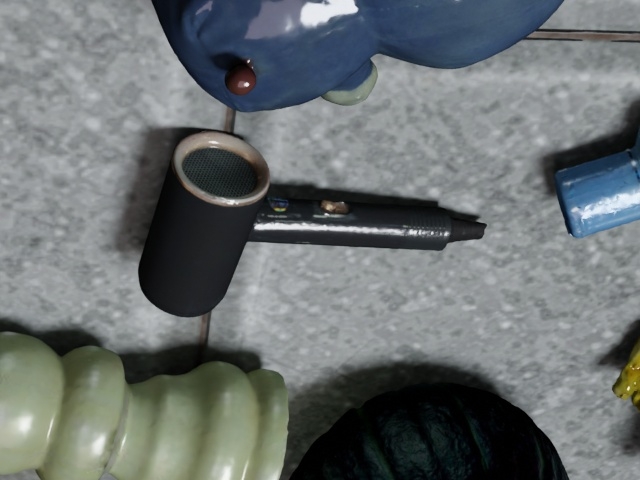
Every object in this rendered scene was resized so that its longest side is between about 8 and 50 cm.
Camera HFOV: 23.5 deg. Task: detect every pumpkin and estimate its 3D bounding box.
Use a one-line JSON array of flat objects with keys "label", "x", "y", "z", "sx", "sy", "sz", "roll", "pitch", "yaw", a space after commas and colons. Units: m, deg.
[{"label": "pumpkin", "x": 0.099, "y": 0.252, "z": 1.252, "sx": 0.248, "sy": 0.248, "sz": 0.248, "roll": -5, "pitch": 136, "yaw": -5}]

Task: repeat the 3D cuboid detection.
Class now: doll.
[{"label": "doll", "x": 0.024, "y": -0.173, "z": 0.879, "sx": 0.258, "sy": 0.154, "sz": 0.228, "roll": -25, "pitch": 131, "yaw": 5}]

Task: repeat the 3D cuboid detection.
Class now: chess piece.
[{"label": "chess piece", "x": -0.164, "y": 0.142, "z": 1.171, "sx": 0.251, "sy": 0.144, "sz": 0.144, "roll": 15, "pitch": 131, "yaw": -18}]

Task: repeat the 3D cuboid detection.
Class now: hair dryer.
[{"label": "hair dryer", "x": 0.000, "y": 0.000, "z": 1.106, "sx": 0.255, "sy": 0.070, "sz": 0.128, "roll": 5, "pitch": 135, "yaw": -22}]

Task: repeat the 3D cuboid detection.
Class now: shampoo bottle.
[{"label": "shampoo bottle", "x": 0.295, "y": -0.062, "z": 1.091, "sx": 0.258, "sy": 0.061, "sz": 0.104, "roll": -17, "pitch": 137, "yaw": 7}]

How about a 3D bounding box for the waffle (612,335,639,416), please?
[{"label": "waffle", "x": 0.401, "y": 0.102, "z": 1.286, "sx": 0.300, "sy": 0.058, "sz": 0.282, "roll": 11, "pitch": 134, "yaw": -21}]
